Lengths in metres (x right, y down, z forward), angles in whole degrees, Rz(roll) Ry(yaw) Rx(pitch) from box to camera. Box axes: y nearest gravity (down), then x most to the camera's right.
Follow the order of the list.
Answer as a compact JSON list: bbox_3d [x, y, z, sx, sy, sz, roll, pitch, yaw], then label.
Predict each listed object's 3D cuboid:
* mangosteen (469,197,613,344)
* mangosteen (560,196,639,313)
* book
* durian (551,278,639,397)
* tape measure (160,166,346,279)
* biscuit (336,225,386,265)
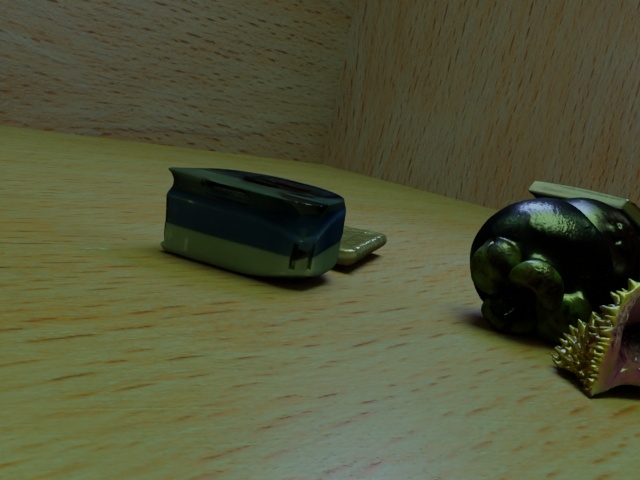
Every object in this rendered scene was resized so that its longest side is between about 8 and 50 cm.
[{"bbox_3d":[0.341,0.047,1.342,0.243,0.243,0.243,12,9,-2],"label":"mangosteen"},{"bbox_3d":[0.465,0.039,1.609,0.228,0.228,0.265,7,-24,-32],"label":"mangosteen"},{"bbox_3d":[0.657,0.027,1.801,0.428,0.039,0.300,39,-6,-25],"label":"book"},{"bbox_3d":[0.442,0.126,1.153,0.260,0.186,0.154,22,9,-29],"label":"durian"},{"bbox_3d":[-0.094,-0.027,1.399,0.259,0.138,0.262,17,11,19],"label":"tape measure"},{"bbox_3d":[0.000,0.000,1.674,0.217,0.044,0.325,13,9,12],"label":"biscuit"}]
